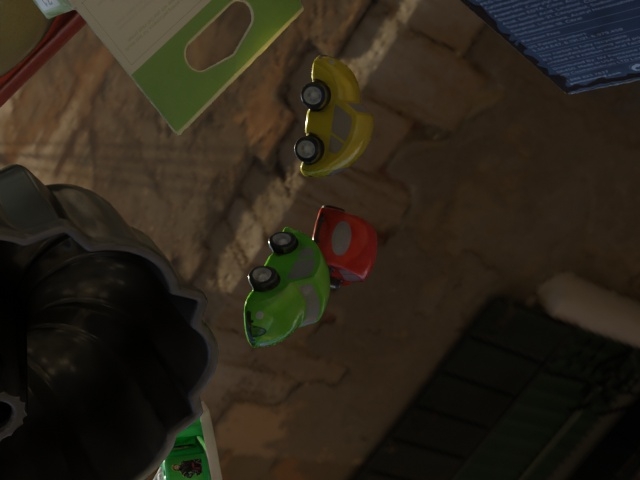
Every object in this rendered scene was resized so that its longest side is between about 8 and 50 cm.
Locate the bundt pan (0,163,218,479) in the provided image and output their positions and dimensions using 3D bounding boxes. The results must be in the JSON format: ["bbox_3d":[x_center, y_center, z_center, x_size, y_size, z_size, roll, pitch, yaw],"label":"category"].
[{"bbox_3d":[-0.245,0.082,0.700,0.330,0.331,0.124,16,-151,-42],"label":"bundt pan"}]

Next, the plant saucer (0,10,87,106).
[{"bbox_3d":[-0.330,-0.265,1.037,0.047,0.258,0.259,19,-143,-58],"label":"plant saucer"}]

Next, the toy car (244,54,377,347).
[{"bbox_3d":[0.000,0.000,0.800,0.053,0.239,0.225,9,-138,16],"label":"toy car"}]

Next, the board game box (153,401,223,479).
[{"bbox_3d":[-0.141,0.411,1.009,0.050,0.390,0.390,-4,-117,-21],"label":"board game box"}]

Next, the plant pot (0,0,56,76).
[{"bbox_3d":[-0.345,-0.240,0.838,0.284,0.284,0.191,24,-167,-28],"label":"plant pot"}]

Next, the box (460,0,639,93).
[{"bbox_3d":[0.258,-0.375,1.015,0.212,0.294,0.395,-8,157,41],"label":"box"}]

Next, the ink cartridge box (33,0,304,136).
[{"bbox_3d":[-0.137,-0.219,0.749,0.056,0.171,0.235,4,136,51],"label":"ink cartridge box"}]
